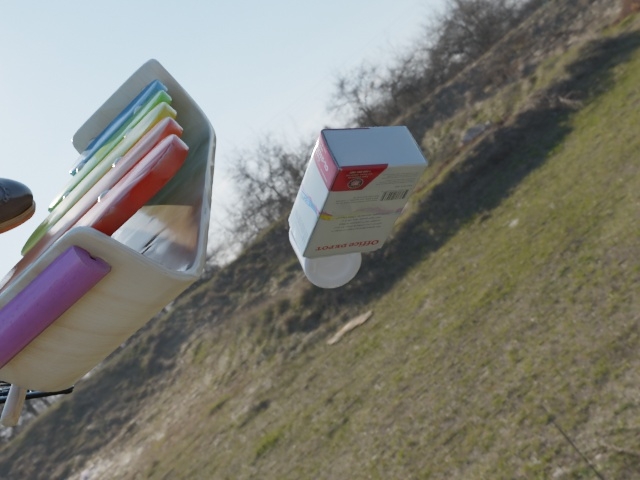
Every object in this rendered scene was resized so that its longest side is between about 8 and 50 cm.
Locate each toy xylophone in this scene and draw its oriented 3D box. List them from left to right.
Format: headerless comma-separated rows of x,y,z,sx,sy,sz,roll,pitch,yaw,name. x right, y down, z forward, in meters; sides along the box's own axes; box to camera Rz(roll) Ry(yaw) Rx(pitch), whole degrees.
-0.167,-0.006,0.474,0.236,0.081,0.322,-43,27,9,toy xylophone

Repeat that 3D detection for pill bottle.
0.000,0.000,1.266,0.112,0.112,0.186,-41,33,7,pill bottle

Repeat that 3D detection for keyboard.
-0.382,0.167,0.726,0.192,0.038,0.100,-3,-9,-29,keyboard

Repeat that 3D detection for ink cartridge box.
0.043,-0.061,0.859,0.127,0.072,0.175,-7,-35,-25,ink cartridge box

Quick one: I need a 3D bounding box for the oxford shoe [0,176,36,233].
-0.419,-0.062,0.708,0.098,0.097,0.271,-63,-21,14,oxford shoe
